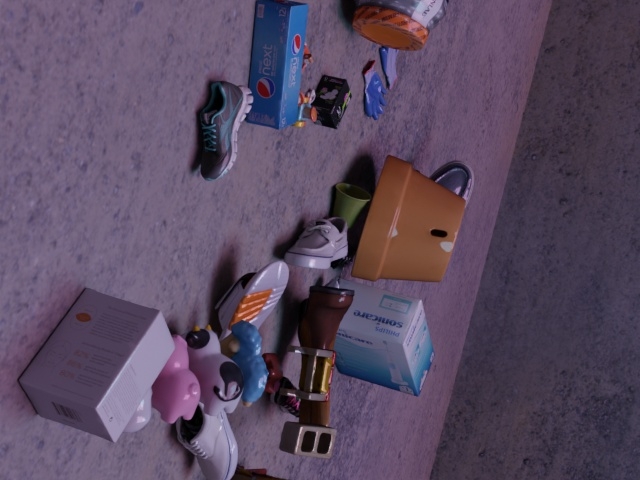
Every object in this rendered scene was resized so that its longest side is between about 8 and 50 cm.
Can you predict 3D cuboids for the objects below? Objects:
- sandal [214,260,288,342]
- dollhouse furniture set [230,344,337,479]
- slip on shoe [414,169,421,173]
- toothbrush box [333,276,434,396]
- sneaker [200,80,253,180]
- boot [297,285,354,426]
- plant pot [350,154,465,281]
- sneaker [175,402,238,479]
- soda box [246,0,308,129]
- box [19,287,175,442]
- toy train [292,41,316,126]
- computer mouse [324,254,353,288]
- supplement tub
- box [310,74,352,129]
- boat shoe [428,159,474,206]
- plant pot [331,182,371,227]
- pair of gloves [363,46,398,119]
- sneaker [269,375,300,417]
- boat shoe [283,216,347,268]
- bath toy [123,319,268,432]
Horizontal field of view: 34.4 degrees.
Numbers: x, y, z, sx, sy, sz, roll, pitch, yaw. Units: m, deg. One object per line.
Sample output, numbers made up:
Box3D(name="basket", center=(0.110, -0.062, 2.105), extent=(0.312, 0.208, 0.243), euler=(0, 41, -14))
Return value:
Box3D(name="sandal", center=(-0.154, 0.134, 1.865), extent=(0.102, 0.076, 0.265), euler=(3, 122, -54))
Box3D(name="dollhouse furniture set", center=(-0.070, 0.392, 2.038), extent=(0.152, 0.201, 0.374), euler=(20, 78, -51))
Box3D(name="slip on shoe", center=(0.218, -0.136, 2.637), extent=(0.135, 0.051, 0.041), euler=(-56, 143, -27))
Box3D(name="toothbrush box", center=(0.136, 0.231, 2.442), extent=(0.295, 0.216, 0.126), euler=(67, 42, -56))
Box3D(name="sneaker", center=(-0.168, -0.179, 1.647), extent=(0.076, 0.065, 0.167), euler=(24, 78, -52))
Box3D(name="boot", center=(-0.003, 0.242, 2.096), extent=(0.264, 0.096, 0.280), euler=(144, -48, -64))
Box3D(name="plant pot", center=(0.206, -0.029, 2.355), extent=(0.291, 0.203, 0.291), euler=(16, 90, -86))
Box3D(name="sneaker", center=(-0.214, 0.338, 1.834), extent=(0.091, 0.094, 0.258), euler=(-37, 129, -45))
Box3D(name="soda box", center=(-0.074, -0.301, 1.765), extent=(0.071, 0.067, 0.210), euler=(-33, 134, -61))
Box3D(name="box", center=(-0.303, 0.169, 1.422), extent=(0.170, 0.130, 0.091), euler=(-59, 153, -34))
Box3D(name="toy train", center=(-0.028, -0.283, 1.922), extent=(0.125, 0.046, 0.166), euler=(-64, 156, -25))
Box3D(name="computer mouse", center=(0.016, 0.116, 2.279), extent=(0.106, 0.042, 0.193), euler=(-167, -84, -76))
Box3D(name="supplement tub", center=(0.180, -0.553, 2.059), extent=(0.193, 0.193, 0.316), euler=(33, 72, -68))
Box3D(name="box", center=(0.020, -0.273, 2.040), extent=(0.083, 0.052, 0.062), euler=(-66, 157, -19))
Box3D(name="boat shoe", center=(0.277, -0.062, 2.573), extent=(0.340, 0.127, 0.158), euler=(-55, 180, -5))
Box3D(name="plant pot", center=(0.060, -0.072, 2.253), extent=(0.083, 0.083, 0.079), euler=(-27, 140, -62))
Box3D(name="pair of gloves", center=(0.142, -0.375, 2.318), extent=(0.198, 0.023, 0.159), euler=(-61, 155, -30))
Box3D(name="sneaker", center=(-0.056, 0.340, 2.226), extent=(0.063, 0.074, 0.170), euler=(-67, 157, -21))
Box3D(name="boat shoe", center=(0.000, 0.000, 2.118), extent=(0.267, 0.096, 0.088), euler=(-18, 116, -67))
Box3D(name="bath toy", center=(-0.224, 0.203, 1.630), extent=(0.348, 0.151, 0.129), euler=(-4, 117, -57))
